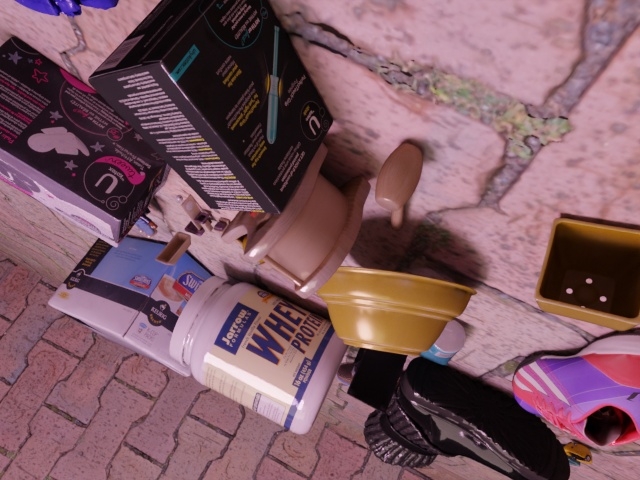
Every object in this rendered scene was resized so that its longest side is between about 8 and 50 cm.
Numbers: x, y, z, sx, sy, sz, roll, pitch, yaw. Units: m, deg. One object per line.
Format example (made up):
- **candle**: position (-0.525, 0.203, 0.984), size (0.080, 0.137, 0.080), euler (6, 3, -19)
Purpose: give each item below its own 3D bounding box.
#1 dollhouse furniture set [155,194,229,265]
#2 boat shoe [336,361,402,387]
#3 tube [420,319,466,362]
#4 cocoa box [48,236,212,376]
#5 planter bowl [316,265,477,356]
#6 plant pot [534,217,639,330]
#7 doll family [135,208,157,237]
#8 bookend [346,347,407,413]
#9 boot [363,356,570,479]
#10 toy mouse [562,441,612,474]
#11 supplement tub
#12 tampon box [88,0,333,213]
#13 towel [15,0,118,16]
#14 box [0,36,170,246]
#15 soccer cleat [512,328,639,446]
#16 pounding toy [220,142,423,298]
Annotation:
- **dollhouse furniture set**: position (-0.225, -0.015, 0.773), size (0.090, 0.114, 0.081), euler (16, 149, 30)
- **boat shoe**: position (0.110, 0.312, 1.122), size (0.183, 0.066, 0.066), euler (-4, 136, 34)
- **tube**: position (0.197, 0.183, 0.798), size (0.080, 0.052, 0.207), euler (28, 161, 13)
- **cocoa box**: position (-0.439, 0.146, 1.162), size (0.346, 0.228, 0.231), euler (8, 149, 37)
- **planter bowl**: position (0.084, 0.096, 0.601), size (0.217, 0.091, 0.217), euler (8, 171, 1)
- **plant pot**: position (0.248, 0.039, 0.431), size (0.081, 0.082, 0.083), euler (13, 162, 29)
- **doll family**: position (-0.373, -0.076, 0.864), size (0.192, 0.076, 0.111), euler (21, 150, 5)
- **bookend**: position (0.095, 0.230, 0.860), size (0.072, 0.156, 0.157), euler (27, 156, 2)
- **boot**: position (0.273, 0.403, 0.939), size (0.347, 0.131, 0.260), euler (31, 129, 16)
- **toy mouse**: position (0.494, 0.434, 0.986), size (0.160, 0.031, 0.143), euler (30, 155, -4)
- **supplement tub**: position (-0.123, 0.231, 0.992), size (0.324, 0.236, 0.235), euler (24, 155, 9)
- **tampon box**: position (-0.084, -0.121, 0.412), size (0.101, 0.121, 0.161), euler (7, 148, 37)
- **towel**: position (-0.284, -0.312, 0.306), size (0.227, 0.076, 0.308), euler (24, 155, 8)
- **box**: position (-0.360, -0.123, 0.668), size (0.247, 0.142, 0.163), euler (35, 154, -13)
- **soccer cleat**: position (0.340, 0.213, 0.619), size (0.108, 0.117, 0.318), euler (26, 155, 4)
- **pounding toy**: position (0.000, 0.000, 0.518), size (0.154, 0.154, 0.269), euler (38, 154, -19)
